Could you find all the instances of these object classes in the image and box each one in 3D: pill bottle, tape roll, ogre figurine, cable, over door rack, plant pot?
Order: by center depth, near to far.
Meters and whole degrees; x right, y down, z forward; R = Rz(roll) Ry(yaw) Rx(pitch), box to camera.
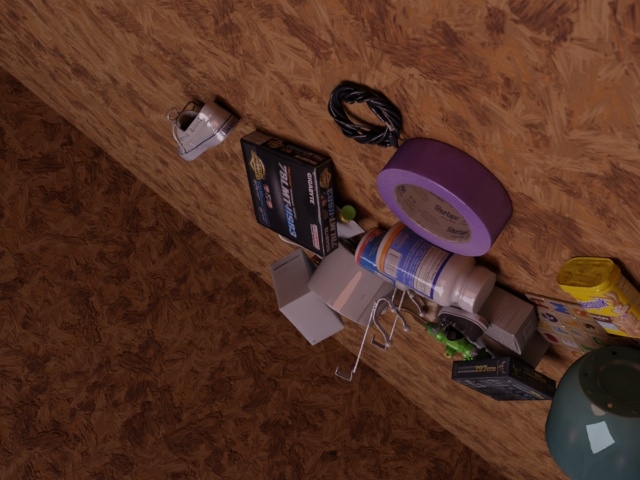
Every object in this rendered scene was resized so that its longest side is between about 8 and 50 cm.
[{"bbox_3d":[0.081,-0.255,1.320,0.185,0.047,0.150,29,162,30],"label":"cable"},{"bbox_3d":[0.253,-0.086,1.345,0.275,0.090,0.274,34,163,12],"label":"tape roll"},{"bbox_3d":[0.650,0.374,1.415,0.293,0.293,0.235,26,146,36],"label":"plant pot"},{"bbox_3d":[0.286,0.069,1.600,0.272,0.152,0.152,28,162,28],"label":"pill bottle"},{"bbox_3d":[0.216,0.062,1.787,0.222,0.124,0.124,30,163,23],"label":"pill bottle"},{"bbox_3d":[0.376,0.280,1.797,0.197,0.097,0.118,49,-174,20],"label":"ogre figurine"},{"bbox_3d":[0.200,0.261,1.903,0.108,0.240,0.324,38,124,19],"label":"over door rack"},{"bbox_3d":[0.104,0.130,1.992,0.246,0.169,0.246,33,-172,-5],"label":"tape roll"}]

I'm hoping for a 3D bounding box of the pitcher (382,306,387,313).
[{"bbox_3d":[0.120,0.193,2.322,0.207,0.125,0.178,40,134,-22],"label":"pitcher"}]

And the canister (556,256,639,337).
[{"bbox_3d":[0.564,0.113,1.264,0.170,0.073,0.126,41,164,-18],"label":"canister"}]

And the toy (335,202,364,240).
[{"bbox_3d":[0.055,-0.071,1.883,0.137,0.056,0.237,41,169,-7],"label":"toy"}]

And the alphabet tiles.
[{"bbox_3d":[0.644,0.232,1.540,0.285,0.011,0.343,46,162,-29],"label":"alphabet tiles"}]

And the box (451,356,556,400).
[{"bbox_3d":[0.500,0.381,1.761,0.233,0.059,0.183,28,152,-34],"label":"box"}]

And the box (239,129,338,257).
[{"bbox_3d":[-0.084,-0.132,1.802,0.293,0.073,0.295,28,139,37],"label":"box"}]

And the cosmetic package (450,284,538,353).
[{"bbox_3d":[0.427,0.174,1.660,0.238,0.107,0.127,27,164,37],"label":"cosmetic package"}]

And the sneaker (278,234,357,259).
[{"bbox_3d":[0.000,0.000,2.168,0.293,0.108,0.169,27,-174,-4],"label":"sneaker"}]

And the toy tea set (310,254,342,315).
[{"bbox_3d":[0.062,0.176,2.445,0.336,0.124,0.200,41,164,-12],"label":"toy tea set"}]

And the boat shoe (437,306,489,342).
[{"bbox_3d":[0.349,0.224,1.651,0.080,0.076,0.228,41,169,-12],"label":"boat shoe"}]

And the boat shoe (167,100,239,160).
[{"bbox_3d":[-0.380,-0.342,1.922,0.156,0.135,0.367,43,161,-20],"label":"boat shoe"}]

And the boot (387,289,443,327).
[{"bbox_3d":[0.277,0.164,2.049,0.305,0.112,0.115,26,134,40],"label":"boot"}]

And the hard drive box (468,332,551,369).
[{"bbox_3d":[0.510,0.282,1.830,0.232,0.089,0.181,33,164,18],"label":"hard drive box"}]

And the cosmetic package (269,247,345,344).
[{"bbox_3d":[-0.046,0.189,2.185,0.224,0.138,0.224,53,-167,-39],"label":"cosmetic package"}]
